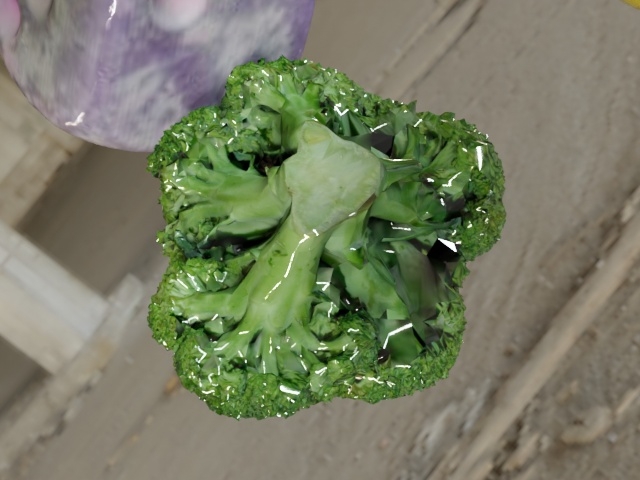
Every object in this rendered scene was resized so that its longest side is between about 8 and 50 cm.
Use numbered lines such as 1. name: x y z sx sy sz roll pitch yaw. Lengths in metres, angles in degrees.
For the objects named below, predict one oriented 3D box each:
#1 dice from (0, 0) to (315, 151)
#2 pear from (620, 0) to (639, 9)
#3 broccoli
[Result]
1. dice: -0.184 -0.272 1.454 0.270 0.270 0.271 -12 -46 -37
2. pear: 0.317 -0.321 1.105 0.281 0.280 0.281 -47 13 15
3. broccoli: -0.005 -0.007 1.346 0.413 0.310 0.321 -33 40 -18
